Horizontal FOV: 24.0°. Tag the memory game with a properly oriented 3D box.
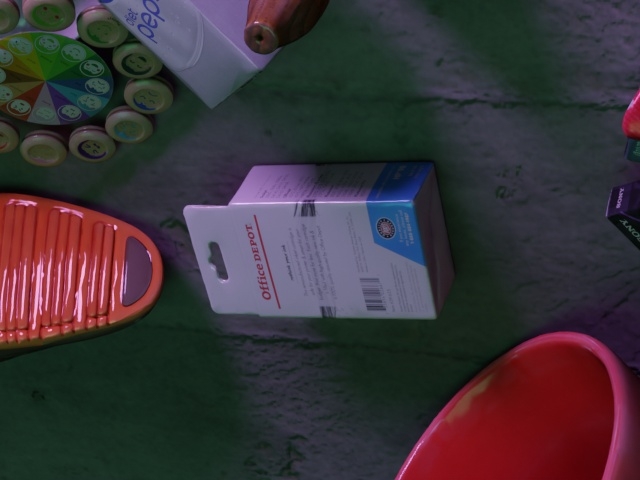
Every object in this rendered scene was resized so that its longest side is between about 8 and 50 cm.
[{"bbox_3d":[-0.201,-0.114,1.096,0.186,0.012,0.186,0,143,0],"label":"memory game"}]

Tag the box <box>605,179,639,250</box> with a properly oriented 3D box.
[{"bbox_3d":[0.283,-0.009,0.972,0.116,0.029,0.162,40,145,-28],"label":"box"}]

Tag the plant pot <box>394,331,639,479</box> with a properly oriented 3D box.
[{"bbox_3d":[0.205,0.241,1.086,0.243,0.275,0.275,35,130,-18],"label":"plant pot"}]

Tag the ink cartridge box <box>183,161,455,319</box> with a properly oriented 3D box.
[{"bbox_3d":[0.000,0.000,1.112,0.180,0.060,0.104,0,124,22],"label":"ink cartridge box"}]

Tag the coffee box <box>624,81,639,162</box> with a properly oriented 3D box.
[{"bbox_3d":[0.293,-0.086,0.945,0.184,0.040,0.113,14,128,13],"label":"coffee box"}]

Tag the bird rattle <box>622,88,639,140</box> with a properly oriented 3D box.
[{"bbox_3d":[0.267,-0.130,0.810,0.207,0.253,0.143,12,131,-16],"label":"bird rattle"}]

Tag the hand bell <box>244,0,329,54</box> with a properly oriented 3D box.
[{"bbox_3d":[0.004,-0.171,0.874,0.126,0.242,0.126,11,127,15],"label":"hand bell"}]

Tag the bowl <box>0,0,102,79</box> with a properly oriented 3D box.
[{"bbox_3d":[-0.227,-0.192,1.059,0.142,0.053,0.142,30,132,-25],"label":"bowl"}]

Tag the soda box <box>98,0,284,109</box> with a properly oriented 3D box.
[{"bbox_3d":[-0.129,-0.223,0.969,0.286,0.098,0.091,43,154,-11],"label":"soda box"}]

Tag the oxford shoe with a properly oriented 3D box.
[{"bbox_3d":[-0.289,0.048,1.251,0.363,0.130,0.133,-3,155,16],"label":"oxford shoe"}]
